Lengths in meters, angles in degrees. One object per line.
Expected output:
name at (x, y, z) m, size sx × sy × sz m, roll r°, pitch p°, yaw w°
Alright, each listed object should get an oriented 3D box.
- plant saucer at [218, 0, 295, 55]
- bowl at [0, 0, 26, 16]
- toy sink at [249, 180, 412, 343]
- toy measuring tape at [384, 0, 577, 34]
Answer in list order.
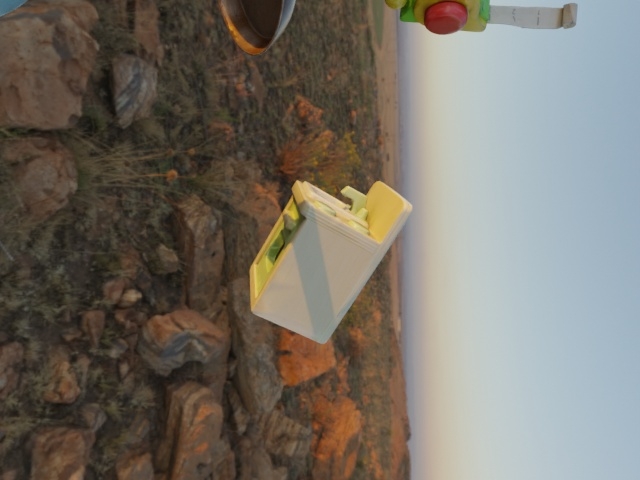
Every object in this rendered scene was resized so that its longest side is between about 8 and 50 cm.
plant saucer at (-0.067, -0.277, 0.454) m, size 0.168 × 0.029 × 0.168 m, roll 39°, pitch -42°, yaw 46°
bowl at (-0.783, -0.628, 0.940) m, size 0.163 × 0.312 × 0.311 m, roll 111°, pitch -14°, yaw -64°
toy sink at (0.000, 0.000, 0.663) m, size 0.234 × 0.131 × 0.153 m, roll -58°, pitch -162°, yaw 13°
toy measuring tape at (0.270, -0.397, 0.732) m, size 0.121 × 0.330 × 0.121 m, roll 5°, pitch 90°, yaw -88°
